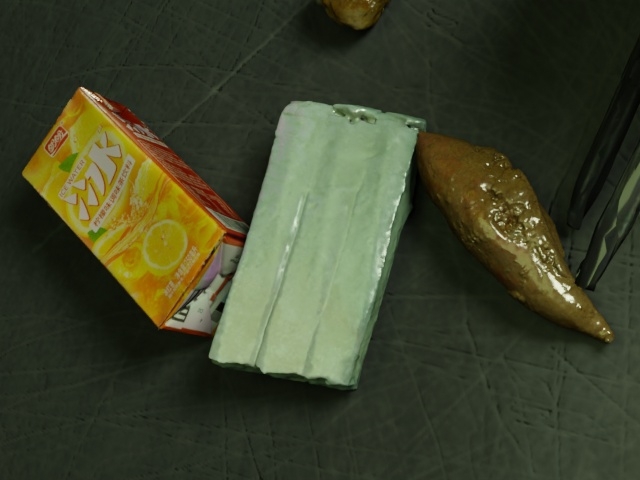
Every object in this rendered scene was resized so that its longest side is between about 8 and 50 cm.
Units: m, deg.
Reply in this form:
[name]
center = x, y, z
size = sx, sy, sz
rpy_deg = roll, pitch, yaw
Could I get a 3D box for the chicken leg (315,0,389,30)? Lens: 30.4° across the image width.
[chicken leg]
center = 0.064, -0.282, 0.901
size = 0.107, 0.087, 0.251
rpy_deg = 32, 102, 55

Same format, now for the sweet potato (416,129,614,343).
[sweet potato]
center = 0.126, -0.008, 0.795
size = 0.068, 0.060, 0.206
rpy_deg = -49, 65, 31

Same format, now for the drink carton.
[drink carton]
center = -0.145, -0.025, 0.961
size = 0.223, 0.071, 0.096
rpy_deg = 43, 102, 33

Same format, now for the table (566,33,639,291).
[table]
center = 0.245, -0.095, 0.664
size = 0.317, 0.317, 0.249
rpy_deg = 22, 103, 35

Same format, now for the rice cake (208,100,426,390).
[rice cake]
center = 0.000, 0.000, 0.868
size = 0.124, 0.038, 0.211
rpy_deg = 9, 82, 17
